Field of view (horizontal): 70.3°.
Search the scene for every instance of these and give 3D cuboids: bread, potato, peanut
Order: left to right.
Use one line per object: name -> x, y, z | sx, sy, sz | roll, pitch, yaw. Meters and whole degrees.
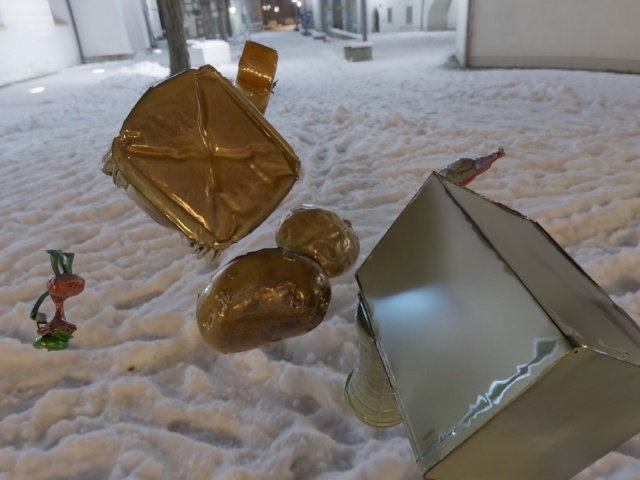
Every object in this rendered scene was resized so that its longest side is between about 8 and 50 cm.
bread -> -0.153, -0.097, 0.593 | 0.192, 0.210, 0.110 | -52, 12, -19
bread -> -0.114, -0.254, 0.780 | 0.073, 0.149, 0.122 | 14, 43, -12
potato -> -0.075, 0.101, 0.649 | 0.200, 0.164, 0.081 | -18, 32, -9
peanut -> 0.000, 0.000, 0.768 | 0.109, 0.141, 0.159 | -33, -2, 34

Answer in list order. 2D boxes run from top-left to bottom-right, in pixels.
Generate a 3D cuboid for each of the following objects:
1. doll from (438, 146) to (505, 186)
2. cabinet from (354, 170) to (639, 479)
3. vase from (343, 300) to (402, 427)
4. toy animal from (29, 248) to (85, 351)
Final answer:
doll -> 0.377, -0.180, 1.207 | 0.227, 0.075, 0.102 | -26, 1, 14
cabinet -> 0.143, 0.072, 0.390 | 0.145, 0.150, 0.206 | 19, 30, -26
vase -> 0.112, 0.205, 0.795 | 0.143, 0.299, 0.143 | -1, 49, 2
toy animal -> -0.551, 0.121, 0.943 | 0.103, 0.208, 0.100 | 1, -5, 5
